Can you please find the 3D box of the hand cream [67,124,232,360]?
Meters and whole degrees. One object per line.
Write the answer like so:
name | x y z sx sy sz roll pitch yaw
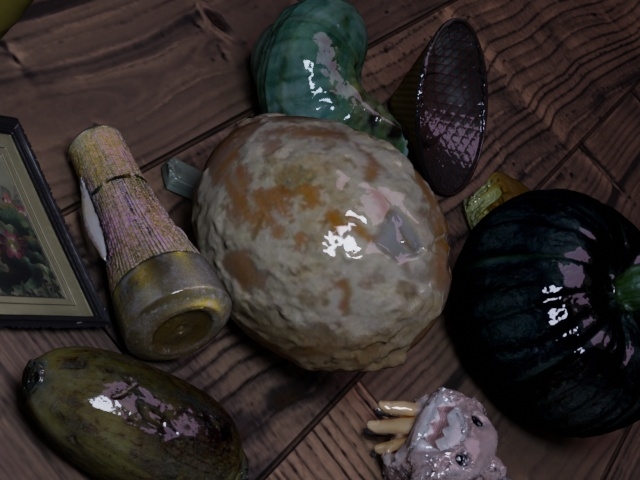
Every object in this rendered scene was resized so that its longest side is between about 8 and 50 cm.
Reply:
hand cream | -0.139 -0.009 1.273 0.084 0.084 0.203 16 38 -48

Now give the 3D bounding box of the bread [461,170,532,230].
bread | 0.216 0.001 1.801 0.128 0.069 0.140 30 33 -33

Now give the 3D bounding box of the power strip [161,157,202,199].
power strip | -0.101 -0.044 1.431 0.083 0.017 0.027 27 37 -38

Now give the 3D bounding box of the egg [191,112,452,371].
egg | 0.000 0.000 1.345 0.233 0.195 0.195 48 24 22

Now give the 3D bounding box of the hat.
hat | 0.111 -0.145 1.820 0.193 0.082 0.193 -15 107 -61

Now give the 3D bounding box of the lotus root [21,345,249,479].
lotus root | -0.119 0.125 1.127 0.179 0.080 0.089 32 32 -30

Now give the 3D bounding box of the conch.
conch | 0.003 -0.141 1.600 0.176 0.122 0.188 50 20 -53

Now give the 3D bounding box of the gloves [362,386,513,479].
gloves | 0.110 0.187 1.395 0.144 0.094 0.110 41 39 -36

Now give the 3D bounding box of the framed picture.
framed picture | -0.250 -0.020 1.183 0.195 0.010 0.199 6 51 -54

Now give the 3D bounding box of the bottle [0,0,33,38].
bottle | -0.198 -0.307 1.241 0.171 0.351 0.171 38 29 -26

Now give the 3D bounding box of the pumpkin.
pumpkin | 0.257 0.057 1.601 0.248 0.248 0.248 37 30 -26
